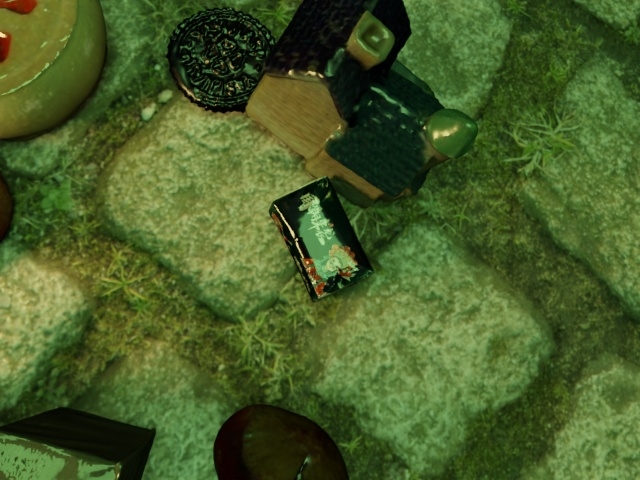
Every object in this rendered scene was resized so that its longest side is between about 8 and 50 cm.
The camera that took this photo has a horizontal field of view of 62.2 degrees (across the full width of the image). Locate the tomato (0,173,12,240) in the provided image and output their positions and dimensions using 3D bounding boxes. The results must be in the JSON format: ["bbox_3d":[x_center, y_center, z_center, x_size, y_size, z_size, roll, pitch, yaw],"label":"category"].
[{"bbox_3d":[-0.582,-0.045,0.759,0.237,0.095,0.236,1,78,-7],"label":"tomato"}]

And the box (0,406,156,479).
[{"bbox_3d":[-0.314,0.309,0.654,0.149,0.231,0.155,16,78,-4],"label":"box"}]

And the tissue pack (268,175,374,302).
[{"bbox_3d":[-0.001,-0.001,0.828,0.103,0.090,0.170,-26,83,-9],"label":"tissue pack"}]

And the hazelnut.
[{"bbox_3d":[-0.061,0.324,0.729,0.204,0.178,0.178,41,77,7],"label":"hazelnut"}]

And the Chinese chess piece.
[{"bbox_3d":[-0.501,-0.318,0.800,0.338,0.140,0.338,2,78,-7],"label":"Chinese chess piece"}]

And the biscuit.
[{"bbox_3d":[-0.160,-0.301,0.886,0.194,0.053,0.194,2,79,-8],"label":"biscuit"}]

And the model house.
[{"bbox_3d":[0.074,-0.215,0.769,0.298,0.284,0.243,32,80,-11],"label":"model house"}]
